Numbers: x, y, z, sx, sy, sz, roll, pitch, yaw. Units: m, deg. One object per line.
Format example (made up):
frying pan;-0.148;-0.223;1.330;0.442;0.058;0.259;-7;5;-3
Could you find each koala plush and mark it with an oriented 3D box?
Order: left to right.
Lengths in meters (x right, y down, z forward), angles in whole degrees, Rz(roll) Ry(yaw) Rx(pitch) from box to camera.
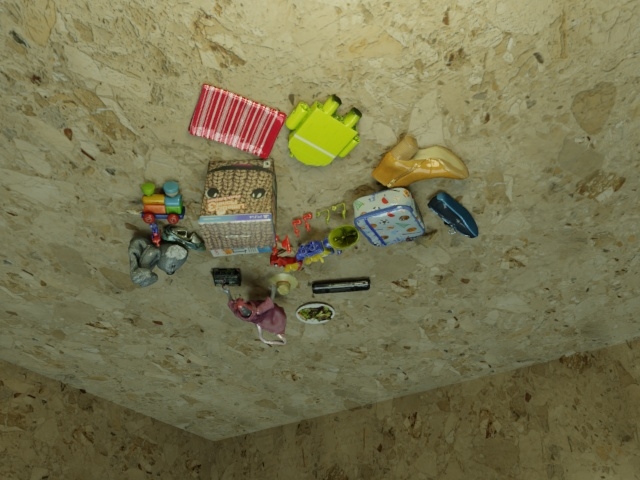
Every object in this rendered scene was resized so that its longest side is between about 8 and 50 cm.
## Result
koala plush;-0.647;0.068;1.942;0.221;0.203;0.196;-9;172;-10

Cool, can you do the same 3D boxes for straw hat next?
straw hat;-0.172;0.218;2.230;0.144;0.061;0.144;-1;141;-1

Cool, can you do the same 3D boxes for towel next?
towel;-0.266;-0.373;1.532;0.274;0.031;0.199;16;136;-21

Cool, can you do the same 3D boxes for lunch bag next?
lunch bag;0.257;-0.076;1.822;0.243;0.115;0.303;-16;151;18

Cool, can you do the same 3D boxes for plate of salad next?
plate of salad;-0.026;0.384;2.452;0.199;0.048;0.200;-2;140;-1

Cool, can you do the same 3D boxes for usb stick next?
usb stick;0.099;0.217;2.260;0.277;0.045;0.077;-5;147;2

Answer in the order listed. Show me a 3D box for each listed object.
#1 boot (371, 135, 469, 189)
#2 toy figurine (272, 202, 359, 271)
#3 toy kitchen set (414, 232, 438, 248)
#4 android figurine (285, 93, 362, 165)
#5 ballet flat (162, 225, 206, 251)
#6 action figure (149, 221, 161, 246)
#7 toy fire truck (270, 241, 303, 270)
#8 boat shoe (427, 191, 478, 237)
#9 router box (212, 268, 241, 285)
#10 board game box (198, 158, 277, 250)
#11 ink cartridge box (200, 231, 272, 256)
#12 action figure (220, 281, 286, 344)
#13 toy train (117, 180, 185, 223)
boot;0.347;-0.240;1.688;0.295;0.104;0.211;20;141;-18
toy figurine;0.000;0.000;1.959;0.362;0.191;0.217;-23;167;15
toy kitchen set;0.433;-0.018;2.011;0.083;0.075;0.068;40;174;0
android figurine;0.004;-0.345;1.561;0.248;0.056;0.273;22;134;-28
ballet flat;-0.541;-0.009;1.937;0.188;0.070;0.070;20;135;-31
action figure;-0.643;-0.033;1.867;0.038;0.115;0.030;-12;176;7
toy fire truck;-0.156;0.060;2.050;0.192;0.047;0.135;13;137;-19
boat shoe;0.520;-0.096;1.879;0.258;0.109;0.089;42;132;-21
router box;-0.424;0.168;2.172;0.122;0.038;0.092;1;140;-4
board game box;-0.270;-0.126;1.626;0.232;0.291;0.141;-3;141;0
ink cartridge box;-0.308;-0.060;1.799;0.232;0.168;0.171;-5;141;4
action figure;-0.311;0.333;2.172;0.248;0.276;0.370;-5;166;16
toy train;-0.626;-0.146;1.739;0.248;0.105;0.143;2;130;-5
